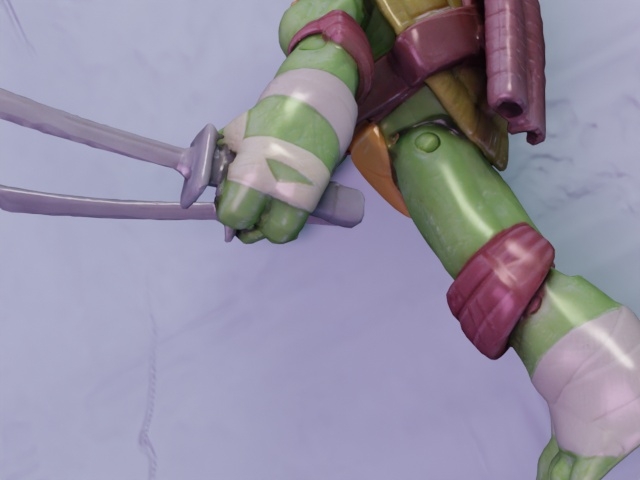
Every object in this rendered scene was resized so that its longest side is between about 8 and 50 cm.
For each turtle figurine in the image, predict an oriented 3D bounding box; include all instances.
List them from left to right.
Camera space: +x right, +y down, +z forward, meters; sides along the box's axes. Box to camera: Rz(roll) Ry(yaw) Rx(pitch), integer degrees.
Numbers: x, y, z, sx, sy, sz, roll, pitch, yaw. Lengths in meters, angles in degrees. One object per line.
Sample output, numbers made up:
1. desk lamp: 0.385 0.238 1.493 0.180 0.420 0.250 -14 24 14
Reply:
1. turtle figurine: 0.000 0.000 0.554 0.266 0.274 0.198 50 150 9
